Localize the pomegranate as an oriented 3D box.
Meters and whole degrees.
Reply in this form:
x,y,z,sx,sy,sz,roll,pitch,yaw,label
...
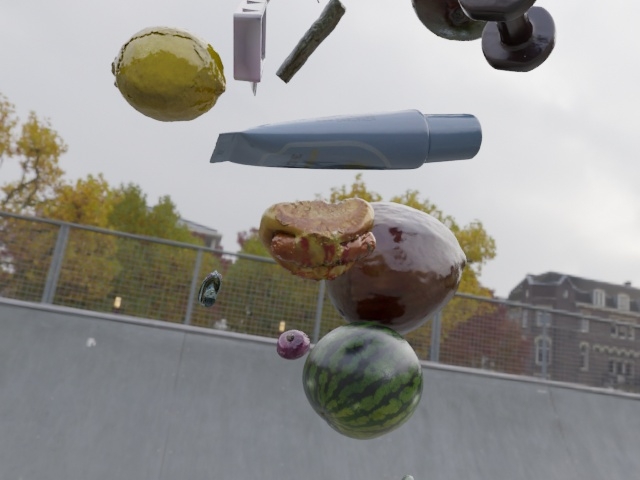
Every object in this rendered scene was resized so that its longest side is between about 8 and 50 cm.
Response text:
x,y,z,sx,sy,sz,roll,pitch,yaw,label
0.358,-0.624,1.435,0.290,0.323,0.291,11,-49,13,pomegranate

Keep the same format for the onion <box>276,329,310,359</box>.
x,y,z,sx,sy,sz,roll,pitch,yaw,label
-0.090,0.354,2.020,0.115,0.115,0.105,4,-56,15,onion

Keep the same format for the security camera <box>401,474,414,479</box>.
x,y,z,sx,sy,sz,roll,pitch,yaw,label
0.184,0.544,1.279,0.058,0.092,0.058,0,-24,0,security camera

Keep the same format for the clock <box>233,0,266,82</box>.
x,y,z,sx,sy,sz,roll,pitch,yaw,label
-0.159,-0.461,1.384,0.063,0.197,0.150,3,-59,-3,clock

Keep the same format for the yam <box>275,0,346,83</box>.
x,y,z,sx,sy,sz,roll,pitch,yaw,label
-0.029,-0.557,1.696,0.274,0.061,0.061,-47,-42,17,yam

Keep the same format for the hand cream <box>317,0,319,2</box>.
x,y,z,sx,sy,sz,roll,pitch,yaw,label
0.094,-0.755,1.777,0.247,0.075,0.052,-18,-46,-7,hand cream

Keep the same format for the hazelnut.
x,y,z,sx,sy,sz,roll,pitch,yaw,label
0.202,0.071,1.725,0.420,0.421,0.353,-4,-56,37,hazelnut

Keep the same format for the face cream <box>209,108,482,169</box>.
x,y,z,sx,sy,sz,roll,pitch,yaw,label
0.043,-0.138,0.852,0.385,0.086,0.135,-6,-6,-16,face cream

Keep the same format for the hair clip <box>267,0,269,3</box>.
x,y,z,sx,sy,sz,roll,pitch,yaw,label
-0.119,-0.710,1.648,0.062,0.214,0.056,43,8,17,hair clip

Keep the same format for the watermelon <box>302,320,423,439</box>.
x,y,z,sx,sy,sz,roll,pitch,yaw,label
0.106,0.339,1.472,0.285,0.285,0.285,7,-16,2,watermelon

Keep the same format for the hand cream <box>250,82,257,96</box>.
x,y,z,sx,sy,sz,roll,pitch,yaw,label
-0.191,-0.452,1.675,0.038,0.216,0.052,-22,-61,-1,hand cream

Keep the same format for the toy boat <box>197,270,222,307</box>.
x,y,z,sx,sy,sz,roll,pitch,yaw,label
-0.193,0.086,1.064,0.038,0.038,0.083,13,-54,-18,toy boat

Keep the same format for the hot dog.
x,y,z,sx,sy,sz,roll,pitch,yaw,label
0.000,0.000,1.314,0.256,0.153,0.150,-4,-38,-12,hot dog

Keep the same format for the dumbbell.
x,y,z,sx,sy,sz,roll,pitch,yaw,label
0.329,-0.396,1.054,0.140,0.124,0.225,13,-6,28,dumbbell

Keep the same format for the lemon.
x,y,z,sx,sy,sz,roll,pitch,yaw,label
-0.323,-0.354,1.297,0.260,0.204,0.204,10,-15,7,lemon
